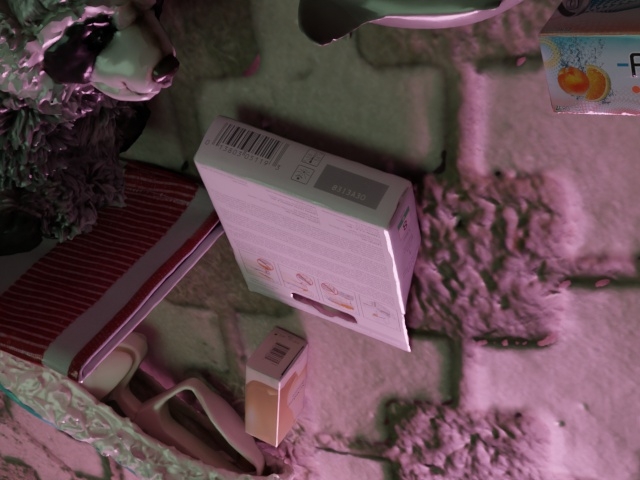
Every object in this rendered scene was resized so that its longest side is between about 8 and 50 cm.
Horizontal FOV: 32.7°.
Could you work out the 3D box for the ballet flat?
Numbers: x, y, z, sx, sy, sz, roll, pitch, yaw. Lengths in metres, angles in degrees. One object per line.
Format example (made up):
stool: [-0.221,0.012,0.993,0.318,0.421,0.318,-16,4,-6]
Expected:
ballet flat: [-0.197,0.181,1.224,0.409,0.147,0.147,38,141,-4]

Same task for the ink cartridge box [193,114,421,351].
ink cartridge box: [0.000,0.000,0.946,0.181,0.056,0.224,20,156,21]

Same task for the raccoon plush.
raccoon plush: [-0.310,-0.176,0.837,0.446,0.216,0.299,15,132,5]

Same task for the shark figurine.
shark figurine: [0.046,-0.161,0.691,0.278,0.116,0.166,18,138,27]

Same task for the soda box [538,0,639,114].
soda box: [0.226,-0.111,0.634,0.183,0.063,0.058,7,131,33]

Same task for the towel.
towel: [-0.274,-0.013,0.981,0.329,0.237,0.037,19,137,23]

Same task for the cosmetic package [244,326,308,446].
cosmetic package: [-0.045,0.149,1.101,0.041,0.060,0.115,24,140,18]
